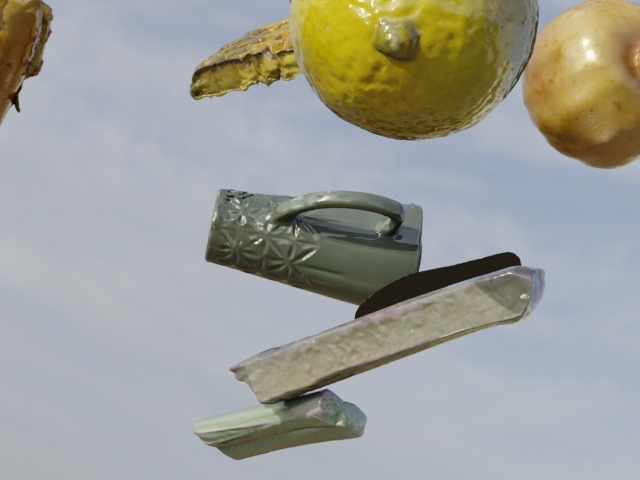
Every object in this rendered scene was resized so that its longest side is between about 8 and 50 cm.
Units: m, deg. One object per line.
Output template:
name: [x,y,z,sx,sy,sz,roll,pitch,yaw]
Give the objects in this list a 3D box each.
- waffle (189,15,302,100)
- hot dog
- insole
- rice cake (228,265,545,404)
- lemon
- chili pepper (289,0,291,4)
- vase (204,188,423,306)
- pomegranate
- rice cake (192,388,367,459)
waffle: [-0.060,-0.296,2.541,0.065,0.309,0.283,65,-10,-19]
hot dog: [-0.326,-0.196,1.693,0.076,0.104,0.250,10,-43,-23]
insole: [0.150,0.063,2.091,0.003,0.232,0.080,-123,-162,-54]
rice cake: [0.076,0.108,1.844,0.399,0.064,0.070,-21,-1,30]
lemon: [0.092,-0.219,1.614,0.267,0.267,0.267,18,-15,5]
chili pepper: [-0.020,-0.398,1.900,0.099,0.270,0.136,14,11,42]
vase: [0.000,0.000,2.217,0.301,0.156,0.251,10,-31,-3]
pomegranate: [0.342,-0.189,1.964,0.207,0.207,0.207,18,-15,5]
rice cake: [-0.051,0.221,1.978,0.222,0.042,0.080,-16,-44,39]
